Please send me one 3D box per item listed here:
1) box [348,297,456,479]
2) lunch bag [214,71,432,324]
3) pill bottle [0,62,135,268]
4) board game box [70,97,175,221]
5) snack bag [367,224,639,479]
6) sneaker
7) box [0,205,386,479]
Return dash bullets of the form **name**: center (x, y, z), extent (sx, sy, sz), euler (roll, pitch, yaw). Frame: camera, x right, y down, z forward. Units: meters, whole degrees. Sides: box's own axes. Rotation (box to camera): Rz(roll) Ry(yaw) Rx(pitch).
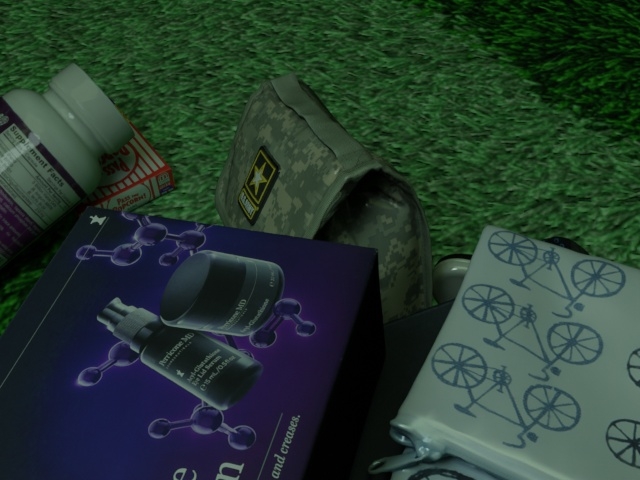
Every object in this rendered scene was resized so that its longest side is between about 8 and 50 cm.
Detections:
- **box**: center (-0.029, 0.344, 0.642), extent (0.480, 0.472, 0.297), euler (-18, 52, -13)
- **lunch bag**: center (0.000, 0.000, 0.895), extent (0.169, 0.287, 0.235), euler (-18, 34, -13)
- **pill bottle**: center (-0.395, -0.088, 1.175), extent (0.301, 0.169, 0.169), euler (-42, 59, -10)
- **board game box**: center (-0.322, -0.113, 1.318), extent (0.146, 0.045, 0.193), euler (-30, 55, -21)
- **snack bag**: center (0.180, 0.156, 0.461), extent (0.323, 0.037, 0.342), euler (20, 53, 18)
- **sneaker**: center (0.204, 0.038, 0.926), extent (0.217, 0.079, 0.121), euler (22, 43, -17)
- **box**: center (-0.085, 0.113, 0.465), extent (0.184, 0.103, 0.261), euler (6, 46, 15)
